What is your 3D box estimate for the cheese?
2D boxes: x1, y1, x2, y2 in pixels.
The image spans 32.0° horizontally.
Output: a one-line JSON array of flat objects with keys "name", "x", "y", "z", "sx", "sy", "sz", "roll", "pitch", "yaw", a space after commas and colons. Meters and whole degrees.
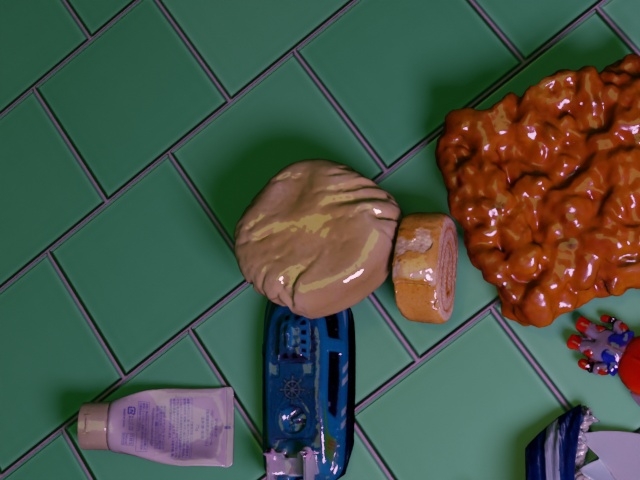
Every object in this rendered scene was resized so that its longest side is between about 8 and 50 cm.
[{"name": "cheese", "x": 0.000, "y": 0.000, "z": 1.545, "sx": 0.226, "sy": 0.117, "sz": 0.214, "roll": -46, "pitch": 60, "yaw": -9}]

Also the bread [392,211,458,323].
[{"name": "bread", "x": 0.138, "y": 0.035, "z": 1.513, "sx": 0.073, "sy": 0.122, "sz": 0.149, "roll": 3, "pitch": 78, "yaw": 21}]

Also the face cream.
[{"name": "face cream", "x": -0.235, "y": 0.271, "z": 1.621, "sx": 0.224, "sy": 0.070, "sz": 0.114, "roll": -1, "pitch": 78, "yaw": 5}]

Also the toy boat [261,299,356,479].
[{"name": "toy boat", "x": -0.028, "y": 0.187, "z": 1.552, "sx": 0.134, "sy": 0.092, "sz": 0.299, "roll": -5, "pitch": 77, "yaw": 20}]

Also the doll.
[{"name": "doll", "x": 0.413, "y": 0.158, "z": 1.435, "sx": 0.194, "sy": 0.062, "sz": 0.104, "roll": 24, "pitch": 68, "yaw": 28}]

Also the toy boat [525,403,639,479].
[{"name": "toy boat", "x": 0.403, "y": 0.304, "z": 1.388, "sx": 0.291, "sy": 0.067, "sz": 0.221, "roll": -2, "pitch": 54, "yaw": 9}]

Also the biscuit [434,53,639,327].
[{"name": "biscuit", "x": 0.330, "y": -0.064, "z": 1.481, "sx": 0.312, "sy": 0.110, "sz": 0.318, "roll": -21, "pitch": 73, "yaw": 11}]
